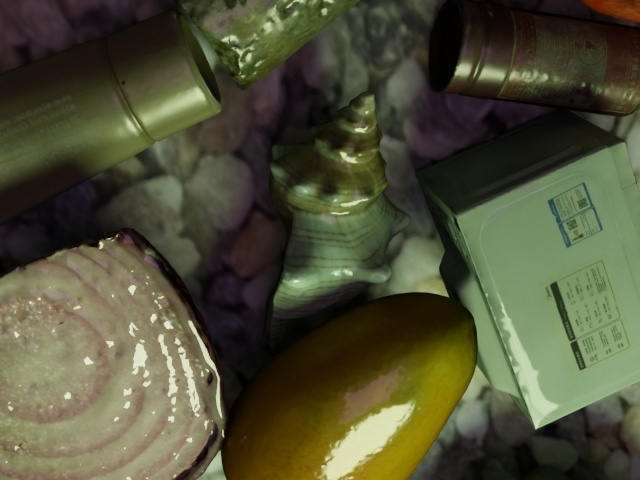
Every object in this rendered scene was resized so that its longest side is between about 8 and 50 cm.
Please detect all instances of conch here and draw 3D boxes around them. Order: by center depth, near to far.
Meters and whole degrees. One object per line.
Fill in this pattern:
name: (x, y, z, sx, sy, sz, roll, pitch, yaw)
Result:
conch: (0.011, -0.002, 0.783, 0.114, 0.137, 0.233, 7, 103, 4)

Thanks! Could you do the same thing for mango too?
mango: (0.015, 0.140, 0.808, 0.175, 0.139, 0.254, -14, 145, -46)

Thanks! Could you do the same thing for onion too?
onion: (-0.197, 0.104, 0.797, 0.250, 0.111, 0.247, -22, 120, 4)

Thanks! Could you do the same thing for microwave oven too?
microwave oven: (0.185, 0.020, 0.834, 0.162, 0.122, 0.208, -24, 112, -2)

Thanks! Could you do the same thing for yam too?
yam: (-0.011, -0.206, 0.721, 0.194, 0.107, 0.107, -37, 112, 3)

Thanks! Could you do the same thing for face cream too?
face cream: (-0.243, -0.066, 0.747, 0.341, 0.084, 0.137, -23, 122, 5)

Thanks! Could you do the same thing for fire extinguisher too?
fire extinguisher: (0.218, -0.134, 0.791, 0.252, 0.106, 0.075, 6, 103, -13)

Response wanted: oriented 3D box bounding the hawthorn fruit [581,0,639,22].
hawthorn fruit: (0.197, -0.219, 0.718, 0.285, 0.165, 0.165, -13, 112, -18)
